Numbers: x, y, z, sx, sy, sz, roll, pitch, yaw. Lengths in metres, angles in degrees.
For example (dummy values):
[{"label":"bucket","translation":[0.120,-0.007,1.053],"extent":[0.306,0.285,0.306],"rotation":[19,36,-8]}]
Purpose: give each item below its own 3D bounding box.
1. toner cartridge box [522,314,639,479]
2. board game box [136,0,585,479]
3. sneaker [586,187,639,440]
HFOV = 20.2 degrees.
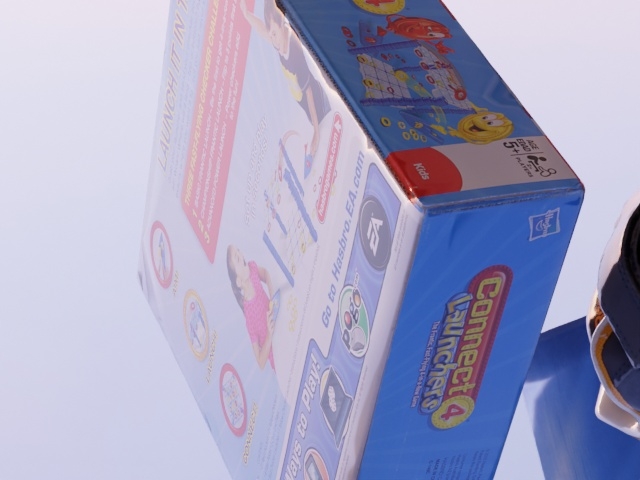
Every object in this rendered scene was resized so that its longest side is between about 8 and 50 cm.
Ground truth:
[{"label":"toner cartridge box","translation":[0.246,0.203,1.147],"extent":[0.075,0.165,0.347],"rotation":[27,-135,-53]},{"label":"board game box","translation":[0.000,0.000,0.968],"extent":[0.086,0.308,0.302],"rotation":[-8,-136,-23]},{"label":"sneaker","translation":[0.205,0.013,0.928],"extent":[0.128,0.321,0.126],"rotation":[12,-133,13]}]
